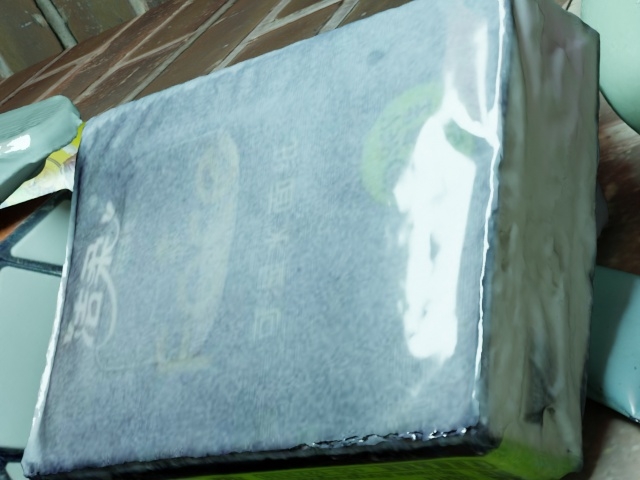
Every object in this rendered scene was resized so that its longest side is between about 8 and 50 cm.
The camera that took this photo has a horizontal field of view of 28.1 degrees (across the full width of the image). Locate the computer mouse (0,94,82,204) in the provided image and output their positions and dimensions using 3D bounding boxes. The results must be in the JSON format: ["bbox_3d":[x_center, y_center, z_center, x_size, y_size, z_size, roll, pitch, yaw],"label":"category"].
[{"bbox_3d":[-0.281,-0.041,0.976,0.231,0.079,0.128,-19,23,11],"label":"computer mouse"}]

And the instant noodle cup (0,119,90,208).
[{"bbox_3d":[-0.277,-0.039,1.431,0.236,0.215,0.215,-19,20,3],"label":"instant noodle cup"}]

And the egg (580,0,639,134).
[{"bbox_3d":[0.286,-0.166,0.899,0.203,0.203,0.282,-19,18,28],"label":"egg"}]

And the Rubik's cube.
[{"bbox_3d":[-0.261,0.110,0.997,0.205,0.205,0.207,-15,26,37],"label":"Rubik's cube"}]

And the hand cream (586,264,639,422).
[{"bbox_3d":[0.140,0.043,0.833,0.111,0.070,0.312,-35,28,-19],"label":"hand cream"}]

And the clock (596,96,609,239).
[{"bbox_3d":[0.134,-0.081,0.949,0.189,0.189,0.254,-31,18,-2],"label":"clock"}]

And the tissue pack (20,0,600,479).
[{"bbox_3d":[-0.016,0.019,0.826,0.394,0.124,0.288,-12,61,42],"label":"tissue pack"}]
